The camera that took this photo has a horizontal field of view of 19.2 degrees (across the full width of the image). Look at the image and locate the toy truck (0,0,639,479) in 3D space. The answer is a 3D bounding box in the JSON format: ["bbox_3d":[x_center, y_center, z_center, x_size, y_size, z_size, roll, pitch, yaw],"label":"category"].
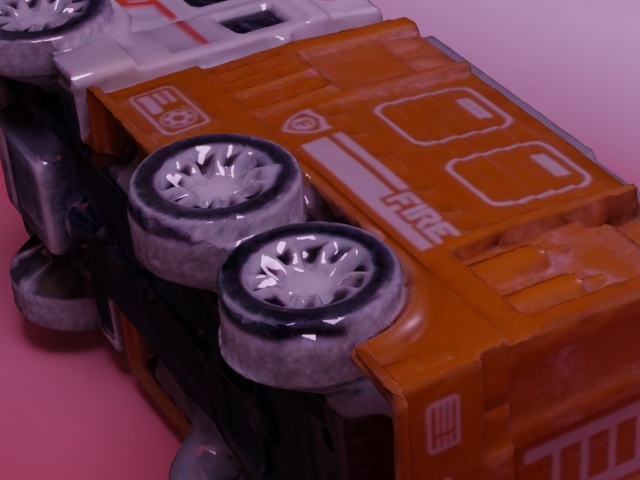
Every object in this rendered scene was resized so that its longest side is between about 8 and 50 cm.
[{"bbox_3d":[0.000,0.000,0.819,0.207,0.173,0.387,-20,38,-22],"label":"toy truck"}]
